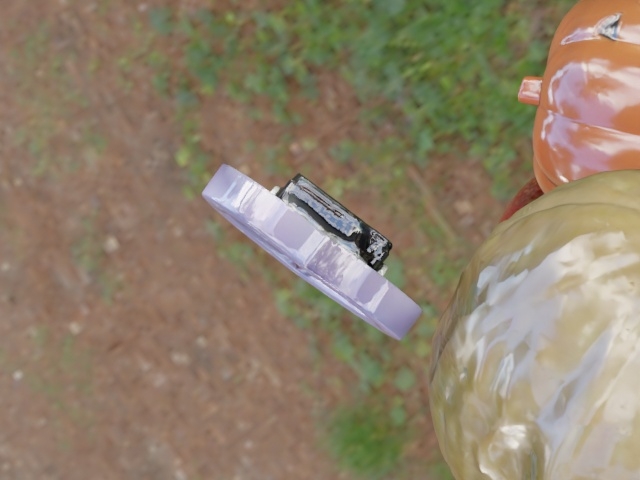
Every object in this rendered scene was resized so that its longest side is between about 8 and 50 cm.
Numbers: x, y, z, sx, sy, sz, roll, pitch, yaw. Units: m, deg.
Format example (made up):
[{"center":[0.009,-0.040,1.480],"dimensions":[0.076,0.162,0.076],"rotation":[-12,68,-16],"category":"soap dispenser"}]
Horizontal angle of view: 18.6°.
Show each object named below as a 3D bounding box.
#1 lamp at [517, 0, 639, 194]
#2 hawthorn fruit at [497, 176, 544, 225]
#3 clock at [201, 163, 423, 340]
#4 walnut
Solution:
[{"center":[0.228,-0.099,1.452],"dimensions":[0.164,0.187,0.187],"rotation":[10,126,12],"category":"lamp"},{"center":[0.254,0.011,1.828],"dimensions":[0.173,0.179,0.173],"rotation":[-8,80,47],"category":"hawthorn fruit"},{"center":[0.000,0.000,1.572],"dimensions":[0.198,0.064,0.172],"rotation":[37,177,-1],"category":"clock"},{"center":[0.172,0.082,1.126],"dimensions":[0.225,0.225,0.261],"rotation":[36,138,21],"category":"walnut"}]
